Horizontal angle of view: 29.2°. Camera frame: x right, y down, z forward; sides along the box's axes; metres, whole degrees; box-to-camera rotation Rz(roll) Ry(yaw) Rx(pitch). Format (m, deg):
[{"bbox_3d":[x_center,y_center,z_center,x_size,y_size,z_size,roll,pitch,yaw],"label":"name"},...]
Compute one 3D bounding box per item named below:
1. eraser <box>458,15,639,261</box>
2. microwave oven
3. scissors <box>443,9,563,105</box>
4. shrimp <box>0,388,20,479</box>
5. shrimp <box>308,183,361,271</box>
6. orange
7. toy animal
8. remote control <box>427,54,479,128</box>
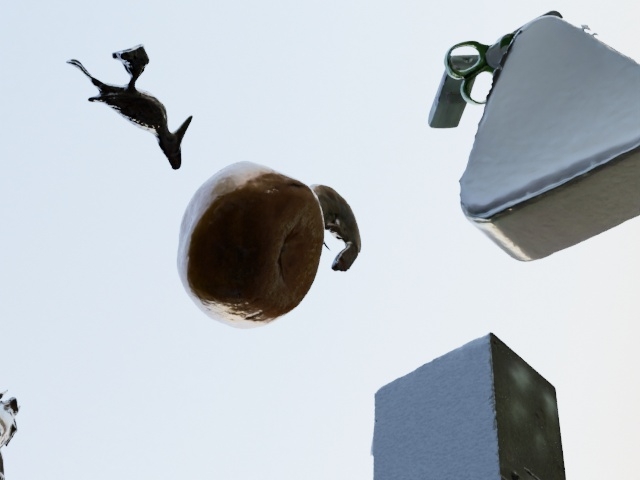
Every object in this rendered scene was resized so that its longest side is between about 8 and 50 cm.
[{"bbox_3d":[0.328,-0.116,1.677,0.150,0.331,0.331,39,-121,-43],"label":"eraser"},{"bbox_3d":[0.283,0.460,2.403,0.236,0.374,0.432,39,-145,-30],"label":"microwave oven"},{"bbox_3d":[0.284,-0.292,1.870,0.204,0.027,0.101,-36,-81,-13],"label":"scissors"},{"bbox_3d":[-0.461,0.302,1.736,0.287,0.063,0.152,-97,-3,-80],"label":"shrimp"},{"bbox_3d":[0.001,-0.001,2.019,0.143,0.052,0.251,45,-137,-10],"label":"shrimp"},{"bbox_3d":[-0.119,-0.001,1.815,0.249,0.183,0.249,-29,-55,-51],"label":"orange"},{"bbox_3d":[-0.240,-0.179,1.631,0.202,0.105,0.070,56,175,-22],"label":"toy animal"},{"bbox_3d":[0.240,-0.261,2.178,0.166,0.065,0.029,107,155,-50],"label":"remote control"}]
